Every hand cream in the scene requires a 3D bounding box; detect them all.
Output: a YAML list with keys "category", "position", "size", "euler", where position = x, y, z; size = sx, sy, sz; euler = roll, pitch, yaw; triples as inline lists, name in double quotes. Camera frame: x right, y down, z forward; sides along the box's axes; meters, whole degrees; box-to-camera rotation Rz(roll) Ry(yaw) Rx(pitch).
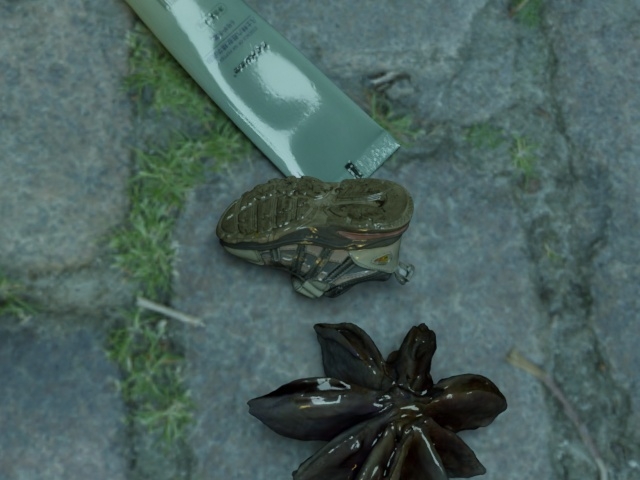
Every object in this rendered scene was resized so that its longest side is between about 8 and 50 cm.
- category: "hand cream"
  position: [-0.071, -0.168, 1.154]
  size: [0.320, 0.067, 0.109]
  euler: [44, 71, 2]

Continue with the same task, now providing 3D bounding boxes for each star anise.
- category: "star anise"
  position: [0.050, 0.157, 1.028]
  size: [0.229, 0.093, 0.236]
  euler: [14, 53, -6]

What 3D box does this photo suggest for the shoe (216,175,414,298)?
- category: "shoe"
  position: [0.000, 0.000, 1.092]
  size: [0.180, 0.092, 0.089]
  euler: [-3, 39, 14]
